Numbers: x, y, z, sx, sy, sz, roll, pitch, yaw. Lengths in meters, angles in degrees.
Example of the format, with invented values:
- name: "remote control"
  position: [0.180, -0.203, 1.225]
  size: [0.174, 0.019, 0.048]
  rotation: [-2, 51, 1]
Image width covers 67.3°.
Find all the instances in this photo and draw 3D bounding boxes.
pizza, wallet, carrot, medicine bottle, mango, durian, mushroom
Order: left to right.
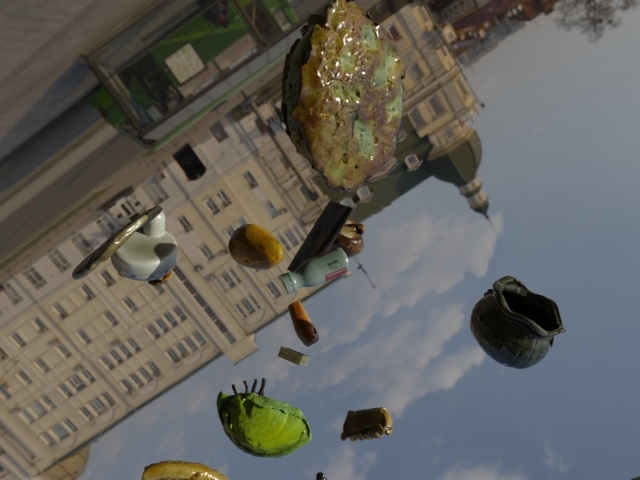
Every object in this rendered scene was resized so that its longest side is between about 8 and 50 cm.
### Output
- name: "pizza"
  position: [-0.378, 0.740, 1.379]
  size: [0.226, 0.335, 0.086]
  rotation: [-49, -154, 10]
- name: "mango"
  position: [-0.212, 0.022, 1.592]
  size: [0.227, 0.147, 0.109]
  rotation: [11, 179, 34]
- name: "durian"
  position: [-0.144, 0.454, 1.178]
  size: [0.249, 0.101, 0.139]
  rotation: [7, -112, 11]
- name: "carrot"
  position: [-0.077, 0.352, 2.030]
  size: [0.087, 0.194, 0.087]
  rotation: [-29, 168, -7]
- name: "medicine bottle"
  position: [-0.018, 0.100, 1.537]
  size: [0.216, 0.091, 0.090]
  rotation: [-22, -168, -13]
- name: "wallet"
  position: [0.000, 0.000, 1.786]
  size: [0.321, 0.044, 0.170]
  rotation: [-57, -151, -6]
- name: "mushroom"
  position: [0.081, -0.013, 1.936]
  size: [0.194, 0.138, 0.231]
  rotation: [6, -156, 5]

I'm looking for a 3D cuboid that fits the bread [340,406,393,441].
- name: "bread"
  position: [0.191, 0.769, 2.001]
  size: [0.224, 0.081, 0.134]
  rotation: [-15, -147, 19]

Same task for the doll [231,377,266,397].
- name: "doll"
  position: [-0.237, 0.550, 1.610]
  size: [0.139, 0.165, 0.057]
  rotation: [-17, 166, 35]

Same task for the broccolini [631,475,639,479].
- name: "broccolini"
  position: [0.793, 0.640, 1.224]
  size: [0.052, 0.194, 0.054]
  rotation: [1, -134, 24]

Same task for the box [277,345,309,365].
- name: "box"
  position: [-0.085, 0.363, 1.509]
  size: [0.079, 0.083, 0.035]
  rotation: [50, 61, -70]

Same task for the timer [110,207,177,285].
- name: "timer"
  position: [-0.630, 0.024, 1.728]
  size: [0.233, 0.233, 0.240]
  rotation: [-54, 165, -53]

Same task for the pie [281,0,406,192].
- name: "pie"
  position: [0.052, -0.273, 0.941]
  size: [0.288, 0.355, 0.102]
  rotation: [-11, -160, -42]

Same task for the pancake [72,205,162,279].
- name: "pancake"
  position: [-0.463, 0.002, 1.090]
  size: [0.250, 0.031, 0.250]
  rotation: [-36, -164, 12]

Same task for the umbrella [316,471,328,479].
- name: "umbrella"
  position: [0.028, 0.844, 1.622]
  size: [0.037, 0.144, 0.040]
  rotation: [-39, -162, -36]

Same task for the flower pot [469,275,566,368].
- name: "flower pot"
  position: [0.672, 0.279, 1.656]
  size: [0.213, 0.301, 0.302]
  rotation: [-64, 177, 33]
